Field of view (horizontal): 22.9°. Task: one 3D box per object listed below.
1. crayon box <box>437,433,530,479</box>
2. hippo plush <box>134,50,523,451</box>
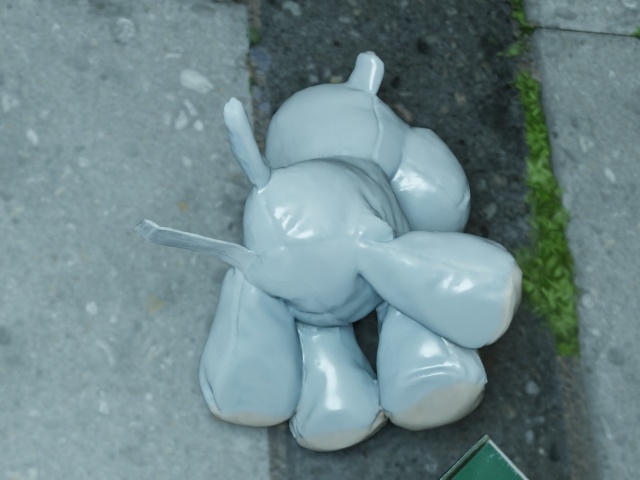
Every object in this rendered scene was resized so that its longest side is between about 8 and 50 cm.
[{"bbox_3d":[0.167,0.299,1.066,0.318,0.202,0.081,46,62,9],"label":"crayon box"},{"bbox_3d":[0.000,0.000,1.195,0.294,0.234,0.236,31,28,-17],"label":"hippo plush"}]
